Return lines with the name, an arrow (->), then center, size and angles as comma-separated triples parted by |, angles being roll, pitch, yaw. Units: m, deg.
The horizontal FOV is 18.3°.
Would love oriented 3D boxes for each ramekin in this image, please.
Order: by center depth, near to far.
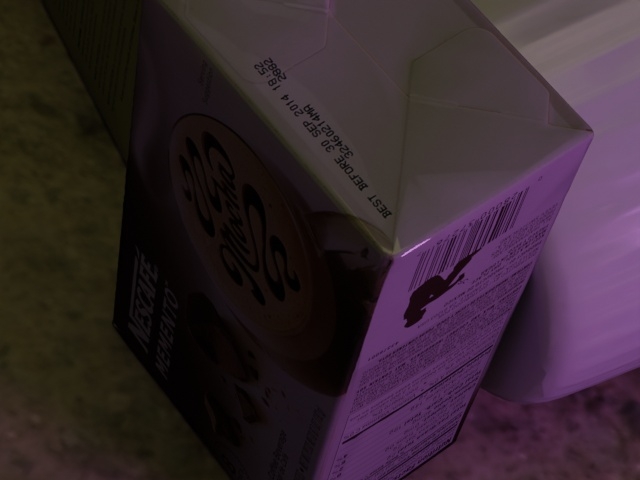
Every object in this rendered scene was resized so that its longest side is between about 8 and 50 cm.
ramekin -> 0.107, -0.051, 1.021 | 0.135, 0.277, 0.277 | -24, 64, -17

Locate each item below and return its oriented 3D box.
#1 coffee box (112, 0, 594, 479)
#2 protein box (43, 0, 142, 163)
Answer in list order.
coffee box -> 0.000, 0.000, 0.940 | 0.119, 0.297, 0.168 | -31, 69, -25
protein box -> -0.076, -0.191, 1.112 | 0.136, 0.200, 0.201 | -17, 61, -23
